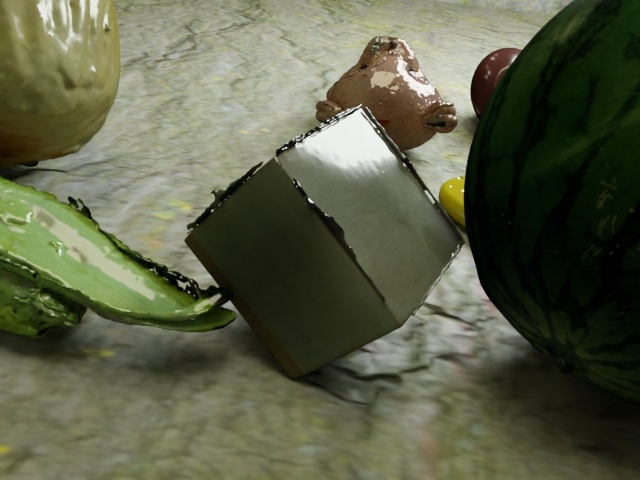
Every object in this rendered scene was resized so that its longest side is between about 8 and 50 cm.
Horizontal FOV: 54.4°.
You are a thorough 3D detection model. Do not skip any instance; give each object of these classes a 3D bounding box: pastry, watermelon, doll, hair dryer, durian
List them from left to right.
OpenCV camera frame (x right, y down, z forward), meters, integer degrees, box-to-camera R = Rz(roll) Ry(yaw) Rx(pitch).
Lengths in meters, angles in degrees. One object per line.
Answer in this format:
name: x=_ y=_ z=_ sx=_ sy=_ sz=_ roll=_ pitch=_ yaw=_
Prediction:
pastry: x=-0.403 y=-0.238 z=0.650 sx=0.389 sy=0.312 sz=0.388 roll=-9 pitch=-3 yaw=-1
durian: x=-0.242 y=0.007 z=0.503 sx=0.375 sy=0.106 sz=0.132 roll=21 pitch=37 yaw=11
doll: x=0.102 y=-0.242 z=0.964 sx=0.201 sy=0.156 sz=0.303 roll=5 pitch=26 yaw=2
hair dryer: x=0.410 y=-0.181 z=0.984 sx=0.341 sy=0.123 sz=0.312 roll=12 pitch=40 yaw=-9
watermelon: x=0.279 y=-0.046 z=0.450 sx=0.364 sy=0.363 sz=0.363 roll=4 pitch=30 yaw=-2

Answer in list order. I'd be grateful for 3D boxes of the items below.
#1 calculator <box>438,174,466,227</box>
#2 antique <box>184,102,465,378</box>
calculator: x=0.241 y=-0.025 z=0.720 sx=0.146 sy=0.032 sz=0.235 roll=-18 pitch=35 yaw=-34
antique: x=0.000 y=0.000 z=0.497 sx=0.152 sy=0.148 sz=0.147 roll=53 pitch=39 yaw=-2
